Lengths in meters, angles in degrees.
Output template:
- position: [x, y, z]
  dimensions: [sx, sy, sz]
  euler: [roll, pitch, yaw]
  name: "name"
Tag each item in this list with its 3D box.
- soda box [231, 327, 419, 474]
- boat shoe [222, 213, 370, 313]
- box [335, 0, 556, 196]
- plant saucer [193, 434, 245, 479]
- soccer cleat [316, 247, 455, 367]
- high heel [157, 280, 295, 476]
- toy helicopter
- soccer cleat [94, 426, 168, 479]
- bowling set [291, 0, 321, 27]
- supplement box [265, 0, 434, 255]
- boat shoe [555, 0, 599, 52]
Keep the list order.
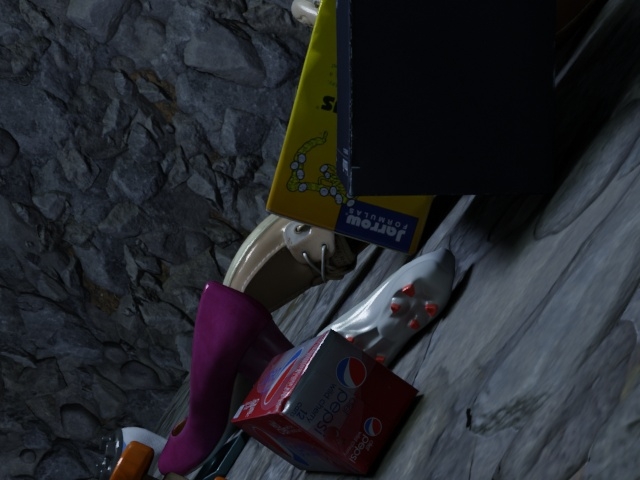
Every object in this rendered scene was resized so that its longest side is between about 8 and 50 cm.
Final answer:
- position: [-0.005, 0.150, 1.017]
  dimensions: [0.083, 0.092, 0.263]
  euler: [-55, 4, -15]
  name: "soda box"
- position: [0.000, 0.000, 1.662]
  dimensions: [0.341, 0.121, 0.110]
  euler: [-44, 44, -7]
  name: "boat shoe"
- position: [0.105, -0.207, 1.090]
  dimensions: [0.343, 0.179, 0.312]
  euler: [-95, 5, -83]
  name: "box"
- position: [-0.155, 0.337, 1.711]
  dimensions: [0.067, 0.018, 0.192]
  euler: [-57, 4, -26]
  name: "plant saucer"
- position: [0.062, 0.077, 1.091]
  dimensions: [0.196, 0.068, 0.076]
  euler: [-42, 7, 40]
  name: "soccer cleat"
- position: [-0.177, 0.209, 1.680]
  dimensions: [0.377, 0.181, 0.127]
  euler: [-46, 1, 34]
  name: "high heel"
- position: [-0.218, 0.408, 1.383]
  dimensions: [0.355, 0.140, 0.235]
  euler: [111, -178, -62]
  name: "toy helicopter"
- position: [-0.316, 0.476, 1.880]
  dimensions: [0.116, 0.143, 0.331]
  euler: [-164, 87, -73]
  name: "soccer cleat"
- position: [0.106, -0.273, 1.611]
  dimensions: [0.200, 0.287, 0.154]
  euler: [-45, 44, -13]
  name: "bowling set"
- position: [0.080, -0.195, 1.401]
  dimensions: [0.194, 0.195, 0.356]
  euler: [-66, -8, -70]
  name: "supplement box"
- position: [0.307, -0.342, 1.326]
  dimensions: [0.307, 0.110, 0.104]
  euler: [-56, 4, -20]
  name: "boat shoe"
